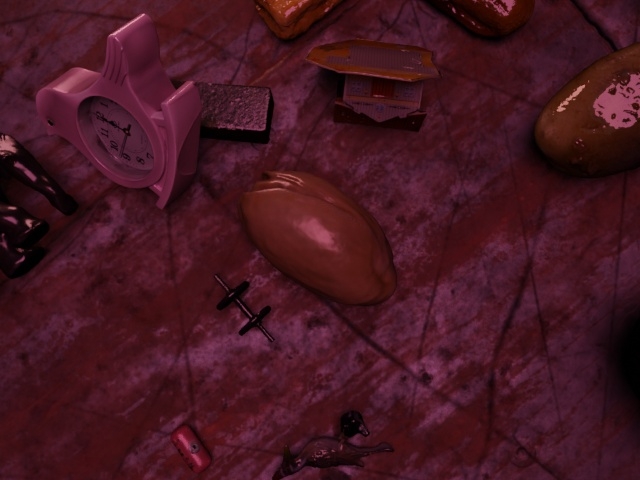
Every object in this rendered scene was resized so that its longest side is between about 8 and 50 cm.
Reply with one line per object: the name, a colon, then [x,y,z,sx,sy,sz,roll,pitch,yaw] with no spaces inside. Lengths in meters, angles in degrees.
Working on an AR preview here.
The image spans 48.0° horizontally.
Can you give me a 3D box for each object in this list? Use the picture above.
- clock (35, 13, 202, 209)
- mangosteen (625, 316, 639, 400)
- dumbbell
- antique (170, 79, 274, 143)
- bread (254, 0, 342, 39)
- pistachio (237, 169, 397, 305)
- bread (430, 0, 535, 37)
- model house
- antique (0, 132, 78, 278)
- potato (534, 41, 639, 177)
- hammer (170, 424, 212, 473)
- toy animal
clock: [-0.317,-0.221,1.128,0.275,0.290,0.080,30,47,8]
mangosteen: [0.604,0.207,1.089,0.288,0.288,0.288,0,84,0]
dumbbell: [-0.127,0.112,1.195,0.069,0.069,0.147,-42,86,-4]
antique: [-0.194,-0.222,1.224,0.221,0.080,0.081,6,83,2]
bread: [-0.015,-0.445,1.243,0.211,0.083,0.114,-38,80,-3]
pistachio: [0.000,0.000,1.164,0.293,0.181,0.162,34,48,0]
bread: [0.218,-0.478,1.246,0.344,0.084,0.124,38,85,4]
model house: [0.080,-0.244,1.202,0.219,0.207,0.136,5,121,0]
antique: [-0.585,-0.035,1.153,0.322,0.185,0.255,-41,87,0]
potato: [0.501,-0.209,1.165,0.307,0.210,0.173,-24,58,5]
hammer: [-0.213,0.343,1.185,0.043,0.043,0.083,-34,86,-3]
toy animal: [0.012,0.345,1.174,0.202,0.070,0.105,-23,104,-6]
